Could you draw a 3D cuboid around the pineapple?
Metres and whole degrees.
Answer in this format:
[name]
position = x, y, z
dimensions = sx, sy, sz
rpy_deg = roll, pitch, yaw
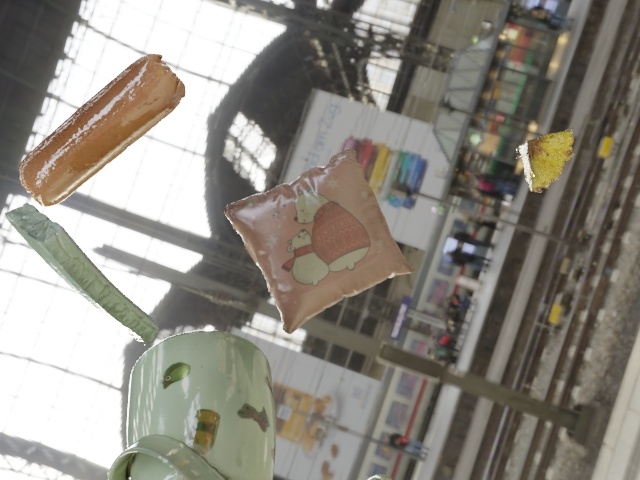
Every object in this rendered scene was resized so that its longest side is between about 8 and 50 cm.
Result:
[pineapple]
position = 0.343, -0.139, 1.253
dimensions = 0.114, 0.077, 0.114
rpy_deg = -128, 60, -73

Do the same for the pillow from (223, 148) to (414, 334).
[pillow]
position = 0.000, 0.000, 1.205
dimensions = 0.084, 0.236, 0.223
rpy_deg = 167, 79, -86

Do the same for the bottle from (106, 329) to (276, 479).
[bottle]
position = -0.165, 0.311, 1.028
dimensions = 0.352, 0.229, 0.229
rpy_deg = -98, 14, -47

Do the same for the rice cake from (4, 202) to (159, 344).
[rice cake]
position = -0.304, 0.047, 1.011
dimensions = 0.043, 0.127, 0.237
rpy_deg = -47, -47, -16

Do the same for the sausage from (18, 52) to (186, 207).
[sausage]
position = -0.310, -0.152, 1.097
dimensions = 0.289, 0.086, 0.086
rpy_deg = -35, 1, 18

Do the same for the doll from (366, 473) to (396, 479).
[doll]
position = 0.127, 0.561, 1.273
dimensions = 0.235, 0.174, 0.330
rpy_deg = -40, 36, 22
